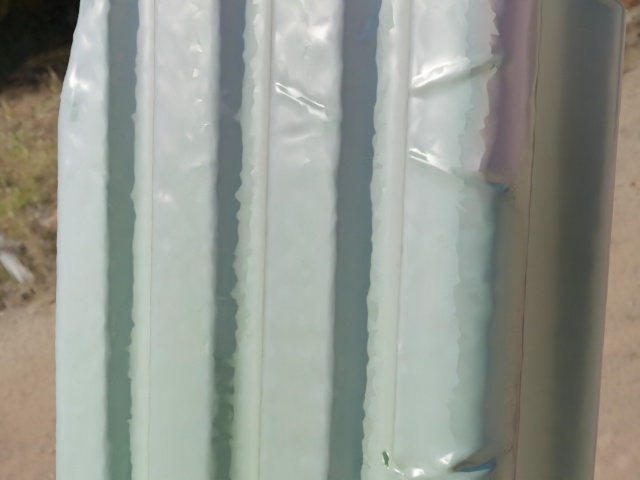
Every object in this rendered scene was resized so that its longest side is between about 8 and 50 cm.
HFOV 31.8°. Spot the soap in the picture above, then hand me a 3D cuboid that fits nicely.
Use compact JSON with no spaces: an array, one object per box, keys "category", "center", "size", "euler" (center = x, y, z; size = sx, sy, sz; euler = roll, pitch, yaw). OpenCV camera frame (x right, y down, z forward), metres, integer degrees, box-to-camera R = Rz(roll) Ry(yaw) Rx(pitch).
[{"category":"soap","center":[0.000,0.000,0.439],"size":[0.208,0.347,0.115],"euler":[7,10,34]}]
